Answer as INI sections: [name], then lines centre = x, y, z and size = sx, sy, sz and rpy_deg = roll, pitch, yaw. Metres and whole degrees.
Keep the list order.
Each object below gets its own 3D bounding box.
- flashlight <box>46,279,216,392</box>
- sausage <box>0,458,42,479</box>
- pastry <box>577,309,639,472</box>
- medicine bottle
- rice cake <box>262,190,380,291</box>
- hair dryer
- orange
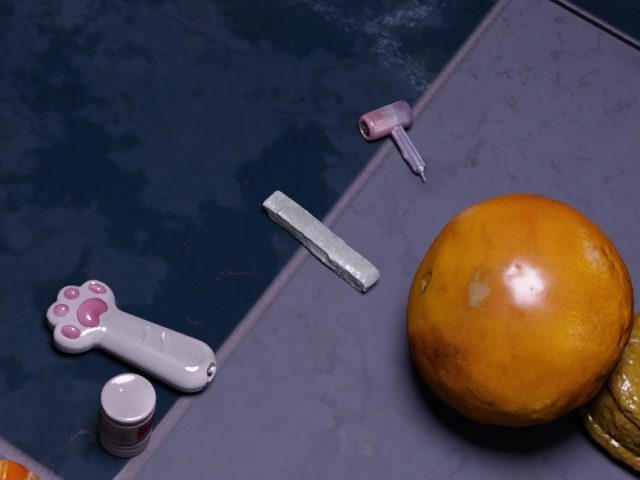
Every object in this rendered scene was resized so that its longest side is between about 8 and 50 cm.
[flashlight]
centre = -0.209, 0.110, 1.598
size = 0.200, 0.047, 0.093
rpy_deg = 24, 56, 6
[sausage]
centre = -0.351, 0.366, 1.376
size = 0.093, 0.093, 0.312
rpy_deg = 13, 56, -3
[pastry]
centre = 0.392, 0.175, 1.636
size = 0.188, 0.103, 0.189
rpy_deg = 9, 55, -13
[medicine bottle]
centre = -0.206, 0.187, 1.520
size = 0.058, 0.091, 0.058
rpy_deg = 5, 56, -8
[rice cake]
centre = -0.001, 0.000, 1.723
size = 0.170, 0.029, 0.033
rpy_deg = 40, 63, 15
[hair dryer]
centre = 0.102, -0.121, 1.823
size = 0.063, 0.037, 0.114
rpy_deg = -23, 71, -22
[orange]
centre = 0.216, 0.078, 1.576
size = 0.261, 0.261, 0.261
rpy_deg = 5, 56, -8
